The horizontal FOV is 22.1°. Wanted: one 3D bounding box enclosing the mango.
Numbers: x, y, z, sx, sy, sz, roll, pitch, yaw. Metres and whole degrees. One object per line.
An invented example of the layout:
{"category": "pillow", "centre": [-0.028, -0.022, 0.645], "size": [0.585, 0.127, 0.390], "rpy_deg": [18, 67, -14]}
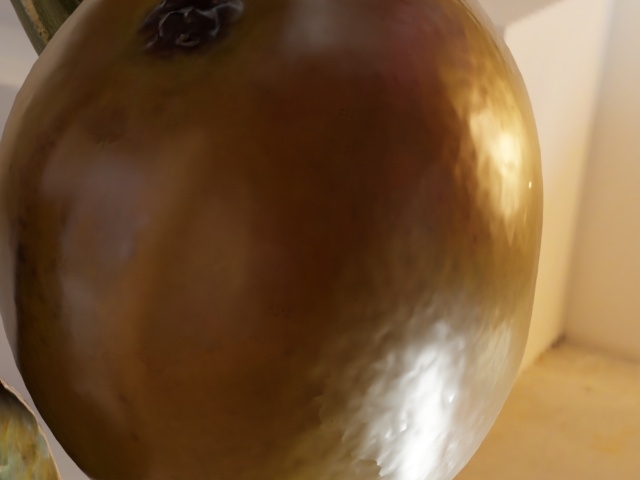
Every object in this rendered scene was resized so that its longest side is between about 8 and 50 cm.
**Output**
{"category": "mango", "centre": [0.000, 0.000, 0.811], "size": [0.232, 0.300, 0.446], "rpy_deg": [1, 173, 16]}

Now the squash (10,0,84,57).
{"category": "squash", "centre": [-0.181, -0.142, 1.278], "size": [0.069, 0.238, 0.069], "rpy_deg": [-29, -172, 4]}

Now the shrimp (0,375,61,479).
{"category": "shrimp", "centre": [-0.180, 0.084, 0.634], "size": [0.058, 0.296, 0.169], "rpy_deg": [-12, -135, 21]}
